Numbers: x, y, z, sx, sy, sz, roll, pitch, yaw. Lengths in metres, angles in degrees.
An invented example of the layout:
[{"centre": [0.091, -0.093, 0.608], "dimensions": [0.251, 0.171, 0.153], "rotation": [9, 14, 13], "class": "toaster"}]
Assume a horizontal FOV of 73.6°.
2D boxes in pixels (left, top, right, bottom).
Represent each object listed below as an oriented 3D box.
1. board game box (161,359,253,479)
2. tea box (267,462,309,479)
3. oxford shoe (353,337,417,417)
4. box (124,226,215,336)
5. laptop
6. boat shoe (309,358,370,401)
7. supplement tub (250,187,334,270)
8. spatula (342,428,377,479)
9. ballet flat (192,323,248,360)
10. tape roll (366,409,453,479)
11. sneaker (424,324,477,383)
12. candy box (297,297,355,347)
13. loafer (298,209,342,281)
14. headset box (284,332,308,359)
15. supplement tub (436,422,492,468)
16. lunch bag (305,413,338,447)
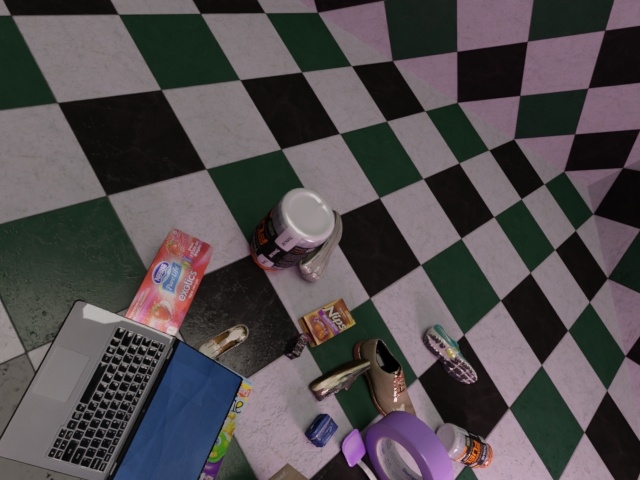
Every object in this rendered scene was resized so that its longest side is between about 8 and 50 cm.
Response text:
[{"centre": [-0.317, 0.478, 1.130], "dimensions": [0.144, 0.142, 0.275], "rotation": [40, 51, -26], "class": "board game box"}, {"centre": [-0.106, 0.789, 0.992], "dimensions": [0.329, 0.220, 0.323], "rotation": [-25, 113, -38], "class": "tea box"}, {"centre": [0.243, 0.503, 1.492], "dimensions": [0.123, 0.130, 0.348], "rotation": [-28, 83, -38], "class": "oxford shoe"}, {"centre": [-0.441, 0.136, 1.237], "dimensions": [0.142, 0.154, 0.299], "rotation": [28, 56, -17], "class": "box"}, {"centre": [-0.457, 0.393, 0.962], "dimensions": [0.408, 0.236, 0.381], "rotation": [27, 78, -17], "class": "laptop"}, {"centre": [0.073, 0.467, 1.435], "dimensions": [0.224, 0.080, 0.073], "rotation": [-18, 91, -24], "class": "boat shoe"}, {"centre": [-0.107, -0.021, 1.419], "dimensions": [0.194, 0.316, 0.193], "rotation": [14, 59, -25], "class": "supplement tub"}, {"centre": [0.160, 0.759, 1.375], "dimensions": [0.084, 0.030, 0.296], "rotation": [-27, 83, -37], "class": "spatula"}, {"centre": [-0.308, 0.313, 1.283], "dimensions": [0.213, 0.068, 0.072], "rotation": [-28, 84, -38], "class": "ballet flat"}, {"centre": [0.270, 0.679, 1.328], "dimensions": [0.090, 0.275, 0.274], "rotation": [-19, 78, -36], "class": "tape roll"}, {"centre": [0.538, 0.456, 1.725], "dimensions": [0.275, 0.107, 0.110], "rotation": [52, 42, 0], "class": "sneaker"}, {"centre": [0.024, 0.288, 1.515], "dimensions": [0.187, 0.053, 0.109], "rotation": [-20, 78, -39], "class": "candy box"}, {"centre": [0.000, 0.000, 1.595], "dimensions": [0.111, 0.112, 0.319], "rotation": [57, 41, -42], "class": "loafer"}, {"centre": [-0.077, 0.347, 1.415], "dimensions": [0.032, 0.062, 0.083], "rotation": [39, 51, -11], "class": "headset box"}, {"centre": [0.523, 0.749, 1.552], "dimensions": [0.190, 0.117, 0.117], "rotation": [28, 55, -17], "class": "supplement tub"}, {"centre": [-0.002, 0.592, 1.334], "dimensions": [0.065, 0.067, 0.098], "rotation": [49, 52, -1], "class": "lunch bag"}]
